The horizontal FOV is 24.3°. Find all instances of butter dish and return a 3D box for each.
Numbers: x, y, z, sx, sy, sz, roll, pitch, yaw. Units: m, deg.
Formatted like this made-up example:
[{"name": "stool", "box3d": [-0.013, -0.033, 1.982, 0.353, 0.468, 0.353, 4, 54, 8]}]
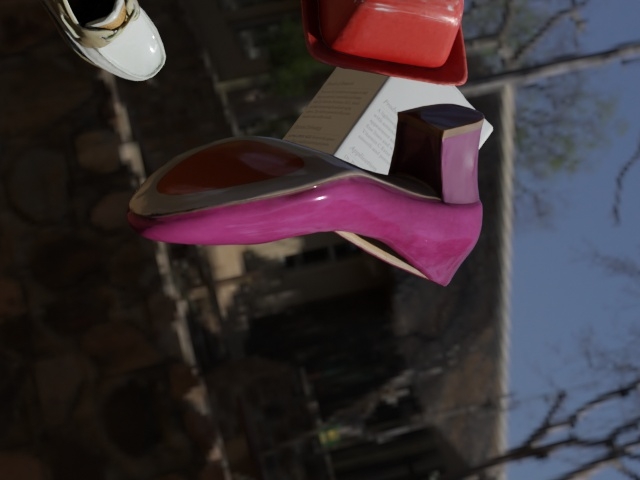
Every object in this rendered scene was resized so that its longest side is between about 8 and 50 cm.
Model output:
[{"name": "butter dish", "box3d": [0.070, -0.234, 1.325, 0.118, 0.160, 0.160, 124, -32, -53]}]

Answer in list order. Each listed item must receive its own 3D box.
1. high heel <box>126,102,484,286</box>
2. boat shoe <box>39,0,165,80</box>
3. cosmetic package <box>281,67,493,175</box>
[{"name": "high heel", "box3d": [0.000, 0.000, 1.277, 0.127, 0.377, 0.181, 34, -53, 46]}, {"name": "boat shoe", "box3d": [-0.304, -0.311, 2.018, 0.103, 0.113, 0.302, 31, -8, 45]}, {"name": "cosmetic package", "box3d": [0.068, -0.112, 1.735, 0.151, 0.184, 0.151, 42, -14, -25]}]
